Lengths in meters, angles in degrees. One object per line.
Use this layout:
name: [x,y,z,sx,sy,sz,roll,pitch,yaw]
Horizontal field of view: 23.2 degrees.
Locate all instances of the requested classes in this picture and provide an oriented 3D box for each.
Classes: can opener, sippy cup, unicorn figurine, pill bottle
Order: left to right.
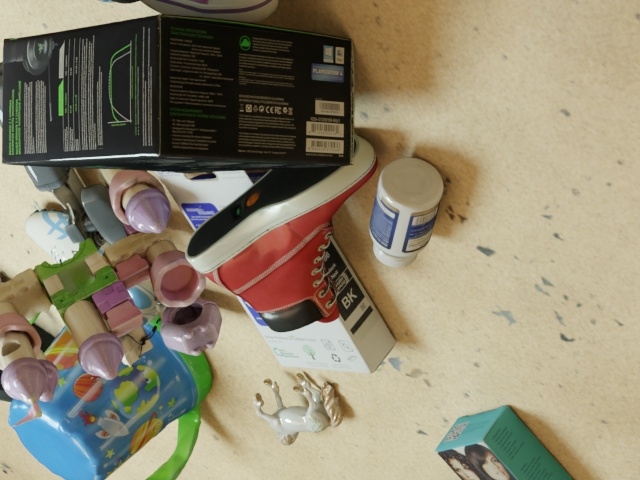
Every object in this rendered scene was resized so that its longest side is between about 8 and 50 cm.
can opener: [-0.321,-0.105,1.976,0.095,0.076,0.283,-14,124,16]
sippy cup: [-0.308,0.214,2.184,0.305,0.224,0.240,37,149,5]
unicorn figurine: [-0.037,0.230,2.067,0.162,0.060,0.111,2,131,46]
pill bottle: [0.086,-0.026,1.617,0.067,0.067,0.120,32,147,15]

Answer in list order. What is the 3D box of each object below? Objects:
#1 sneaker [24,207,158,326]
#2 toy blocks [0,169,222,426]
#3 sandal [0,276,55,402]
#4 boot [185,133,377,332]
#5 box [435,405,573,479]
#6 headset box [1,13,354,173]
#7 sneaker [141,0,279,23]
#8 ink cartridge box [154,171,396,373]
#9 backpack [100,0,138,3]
sneaker: [-0.313,0.035,2.103,0.237,0.086,0.085,32,149,18]
toy blocks: [-0.263,0.098,1.874,0.260,0.288,0.309,49,164,52]
sandal: [-0.558,0.093,2.374,0.446,0.167,0.107,36,130,8]
boot: [0.000,0.000,1.683,0.244,0.088,0.176,-35,119,26]
box: [0.255,0.308,1.851,0.244,0.060,0.100,48,148,-11]
headset box: [-0.150,-0.136,1.551,0.283,0.246,0.131,0,90,47]
sneaker: [-0.159,-0.319,1.494,0.282,0.102,0.161,30,144,17]
ink cartridge box: [-0.055,0.014,1.822,0.165,0.065,0.333,1,132,46]
backpack: [-0.157,-0.343,1.319,0.225,0.253,0.191,44,153,-11]
